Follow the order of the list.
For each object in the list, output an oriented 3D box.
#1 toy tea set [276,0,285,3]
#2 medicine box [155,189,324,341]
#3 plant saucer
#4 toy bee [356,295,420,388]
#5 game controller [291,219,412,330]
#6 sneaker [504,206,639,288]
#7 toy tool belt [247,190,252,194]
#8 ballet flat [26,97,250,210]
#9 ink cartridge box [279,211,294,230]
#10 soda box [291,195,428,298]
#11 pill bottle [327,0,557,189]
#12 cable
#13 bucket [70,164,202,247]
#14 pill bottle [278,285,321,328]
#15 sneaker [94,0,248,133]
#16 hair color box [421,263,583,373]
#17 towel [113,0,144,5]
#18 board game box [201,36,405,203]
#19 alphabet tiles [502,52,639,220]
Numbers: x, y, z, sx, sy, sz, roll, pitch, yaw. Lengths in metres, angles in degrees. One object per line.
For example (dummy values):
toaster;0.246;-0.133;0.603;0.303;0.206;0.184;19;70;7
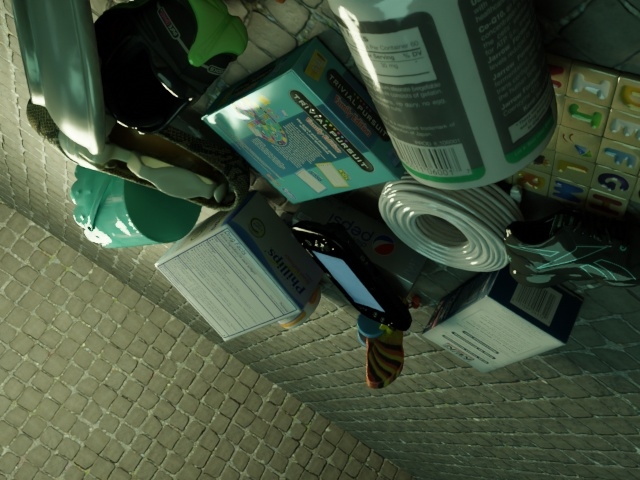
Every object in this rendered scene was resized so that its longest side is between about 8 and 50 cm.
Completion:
toy tea set;-0.136;-0.437;0.845;0.336;0.124;0.200;27;-161;-39
medicine box;-0.189;0.067;1.647;0.289;0.149;0.263;-25;111;39
plant saucer;-0.435;-0.333;1.132;0.400;0.100;0.401;169;90;-68
toy bee;0.162;0.187;1.643;0.162;0.298;0.195;-10;174;1
game controller;0.065;0.074;1.433;0.166;0.067;0.319;4;142;46
sneaker;0.400;0.008;1.034;0.267;0.101;0.106;-9;124;30
toy tool belt;-0.178;-0.086;1.670;0.083;0.051;0.052;10;149;41
ballet flat;-0.369;-0.179;1.433;0.482;0.164;0.182;20;-155;-15
ink cartridge box;0.000;0.000;1.628;0.207;0.046;0.097;16;153;33
soda box;0.082;0.006;1.478;0.286;0.091;0.098;29;157;8
pill bottle;0.126;-0.246;0.764;0.204;0.204;0.361;12;147;38
cable;0.225;-0.037;1.204;0.257;0.089;0.257;16;156;34
bucket;-0.425;-0.114;1.658;0.183;0.281;0.281;0;143;37
pill bottle;-0.139;0.101;1.870;0.272;0.152;0.152;44;155;-24
sneaker;-0.311;-0.284;1.169;0.185;0.202;0.482;42;157;-25
hair color box;0.355;0.160;1.428;0.173;0.105;0.347;32;157;0
towel;-0.308;-0.375;1.282;0.144;0.029;0.197;27;157;14
board game box;-0.030;-0.192;1.237;0.254;0.079;0.336;43;155;-23
alphabet tiles;0.330;-0.143;0.971;0.342;0.011;0.285;22;155;22
